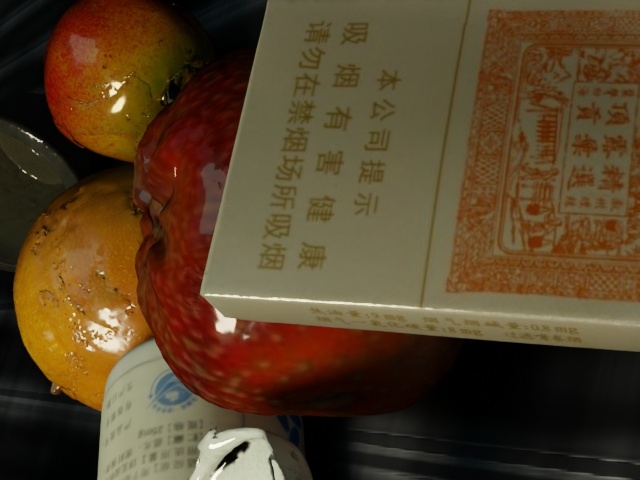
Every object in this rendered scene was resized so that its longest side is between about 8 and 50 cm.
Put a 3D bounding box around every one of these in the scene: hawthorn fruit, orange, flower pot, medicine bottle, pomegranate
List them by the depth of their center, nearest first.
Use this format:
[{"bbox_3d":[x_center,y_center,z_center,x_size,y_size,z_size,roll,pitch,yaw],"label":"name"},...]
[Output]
[{"bbox_3d":[0.000,0.000,0.918,0.275,0.299,0.275,11,-90,-84],"label":"hawthorn fruit"},{"bbox_3d":[-0.092,0.226,0.991,0.170,0.170,0.293,-45,35,37],"label":"medicine bottle"},{"bbox_3d":[-0.166,0.047,1.188,0.240,0.240,0.240,-40,38,41],"label":"orange"},{"bbox_3d":[-0.215,-0.190,1.486,0.235,0.210,0.210,24,91,37],"label":"pomegranate"},{"bbox_3d":[-0.423,-0.101,1.787,0.269,0.269,0.166,-45,14,36],"label":"flower pot"}]

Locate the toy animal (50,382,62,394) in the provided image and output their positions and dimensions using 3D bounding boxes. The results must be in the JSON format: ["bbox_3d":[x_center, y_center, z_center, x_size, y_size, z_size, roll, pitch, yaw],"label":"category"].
[{"bbox_3d":[-0.234,0.105,1.414,0.185,0.104,0.184,14,81,57],"label":"toy animal"}]

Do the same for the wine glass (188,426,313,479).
[{"bbox_3d":[0.005,0.218,0.799,0.165,0.196,0.165,-37,41,41],"label":"wine glass"}]

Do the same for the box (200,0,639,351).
[{"bbox_3d":[0.124,-0.043,0.710,0.365,0.051,0.204,3,67,20],"label":"box"}]
